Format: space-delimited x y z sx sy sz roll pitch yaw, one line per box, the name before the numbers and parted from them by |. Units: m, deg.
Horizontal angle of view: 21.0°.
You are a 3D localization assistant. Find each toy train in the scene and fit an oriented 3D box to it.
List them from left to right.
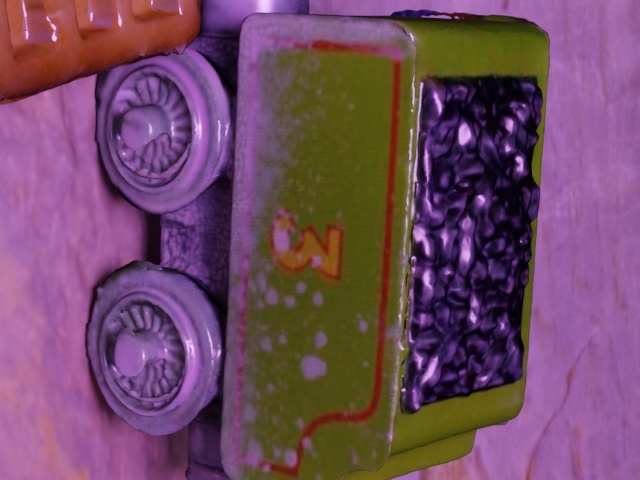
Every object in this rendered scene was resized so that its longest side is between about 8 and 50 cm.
toy train | 0.000 0.000 0.994 0.173 0.249 0.307 -7 104 -51

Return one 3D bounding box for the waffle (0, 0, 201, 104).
waffle | -0.167 -0.233 0.841 0.224 0.098 0.327 -26 116 -51
